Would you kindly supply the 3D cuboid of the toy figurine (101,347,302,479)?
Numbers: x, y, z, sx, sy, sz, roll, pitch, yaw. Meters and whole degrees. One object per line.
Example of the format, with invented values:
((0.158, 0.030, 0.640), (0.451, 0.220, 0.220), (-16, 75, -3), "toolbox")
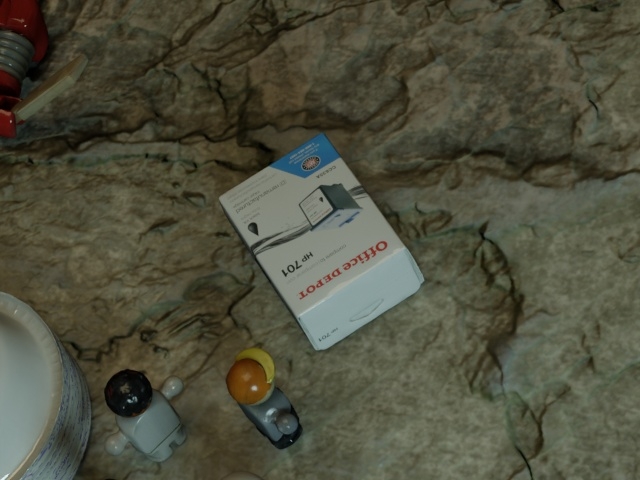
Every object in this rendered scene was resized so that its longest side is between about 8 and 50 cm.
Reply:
((-0.125, 0.220, 1.900), (0.213, 0.148, 0.209), (-5, 58, 16), "toy figurine")

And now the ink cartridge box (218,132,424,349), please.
((0.000, 0.000, 2.040), (0.140, 0.082, 0.190), (-33, 53, -4), "ink cartridge box")

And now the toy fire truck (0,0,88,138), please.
((-0.373, -0.215, 2.269), (0.246, 0.158, 0.217), (13, 63, 12), "toy fire truck")

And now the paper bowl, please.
((-0.396, 0.180, 2.018), (0.284, 0.148, 0.284), (-8, 57, 12), "paper bowl")
